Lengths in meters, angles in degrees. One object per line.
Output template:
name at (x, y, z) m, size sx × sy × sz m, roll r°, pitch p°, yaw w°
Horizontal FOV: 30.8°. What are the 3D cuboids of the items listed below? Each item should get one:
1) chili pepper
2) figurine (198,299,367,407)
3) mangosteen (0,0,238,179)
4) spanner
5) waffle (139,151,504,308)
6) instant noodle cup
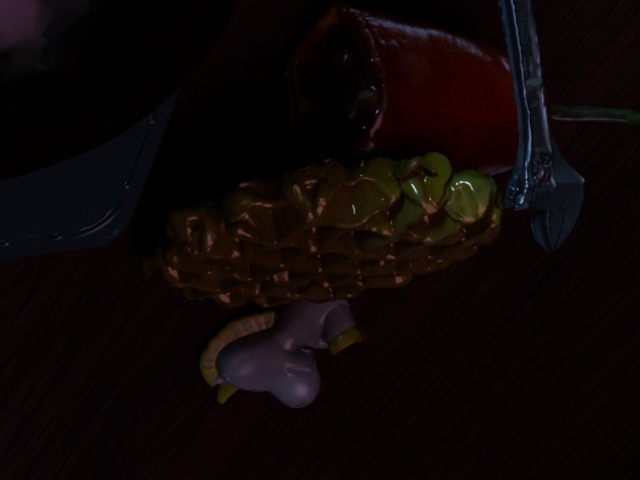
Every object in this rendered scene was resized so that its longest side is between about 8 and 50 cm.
chili pepper at (0.127, -0.113, 1.020) m, size 0.338 × 0.134 × 0.131 m, roll 0°, pitch 142°, yaw -39°
figurine at (-0.041, 0.106, 1.195) m, size 0.130 × 0.109 × 0.178 m, roll 33°, pitch 108°, yaw -29°
mangosteen at (-0.185, -0.162, 0.548) m, size 0.307 × 0.306 × 0.347 m, roll -20°, pitch 174°, yaw -27°
spanner at (0.164, -0.133, 0.916) m, size 0.093 × 0.026 × 0.325 m, roll -32°, pitch 122°, yaw -35°
waffle at (0.011, -0.001, 0.989) m, size 0.329 × 0.062 × 0.329 m, roll -7°, pitch 163°, yaw -2°
instant noodle cup at (-0.196, -0.070, 0.827) m, size 0.157 × 0.070 × 0.179 m, roll -8°, pitch 136°, yaw -40°
